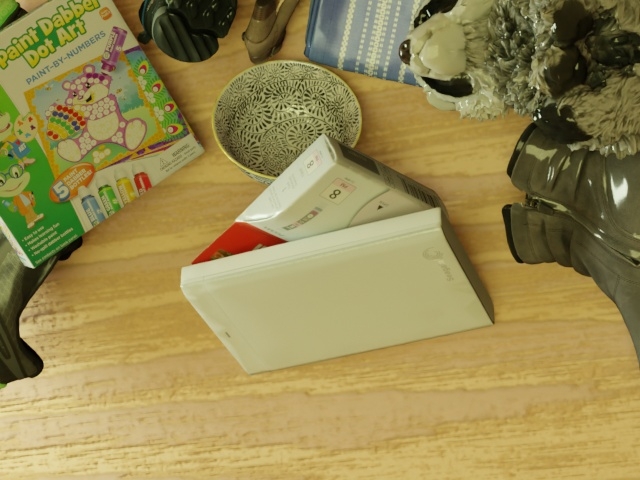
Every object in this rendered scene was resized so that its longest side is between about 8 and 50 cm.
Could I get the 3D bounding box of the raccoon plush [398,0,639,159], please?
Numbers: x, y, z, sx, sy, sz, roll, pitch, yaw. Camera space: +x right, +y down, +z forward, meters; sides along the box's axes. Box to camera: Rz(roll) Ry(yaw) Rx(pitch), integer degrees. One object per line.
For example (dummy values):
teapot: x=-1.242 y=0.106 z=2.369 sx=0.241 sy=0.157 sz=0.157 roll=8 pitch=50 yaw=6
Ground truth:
raccoon plush: x=0.304 y=-0.189 z=1.740 sx=0.446 sy=0.299 sz=0.216 roll=12 pitch=92 yaw=-23

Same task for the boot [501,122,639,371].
boot: x=0.320 y=0.033 z=1.807 sx=0.223 sy=0.118 sz=0.338 roll=10 pitch=115 yaw=30

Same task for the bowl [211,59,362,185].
bowl: x=-0.038 y=-0.118 z=1.867 sx=0.170 sy=0.080 sz=0.170 roll=1 pitch=58 yaw=-1

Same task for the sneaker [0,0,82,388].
sneaker: x=-0.387 y=-0.051 z=1.965 sx=0.202 sy=0.185 sz=0.482 roll=5 pitch=99 yaw=-17

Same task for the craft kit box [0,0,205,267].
craft kit box: x=-0.299 y=-0.138 z=1.868 sx=0.250 sy=0.061 sz=0.246 roll=-36 pitch=104 yaw=-16

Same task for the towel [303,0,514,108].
towel: x=0.156 y=-0.283 z=1.817 sx=0.336 sy=0.040 sz=0.243 roll=14 pitch=105 yaw=11

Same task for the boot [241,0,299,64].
boot: x=-0.048 y=-0.259 z=1.869 sx=0.042 sy=0.118 sz=0.087 roll=32 pitch=143 yaw=22

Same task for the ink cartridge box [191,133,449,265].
ink cartridge box: x=0.000 y=0.000 z=1.834 sx=0.232 sy=0.189 sz=0.066 roll=-46 pitch=44 yaw=22

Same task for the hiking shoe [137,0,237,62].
hiking shoe: x=-0.112 y=-0.349 z=1.840 sx=0.113 sy=0.132 sz=0.304 roll=37 pitch=88 yaw=-33

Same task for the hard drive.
hard drive: x=0.022 y=0.064 z=1.857 sx=0.308 sy=0.040 sz=0.203 roll=-13 pitch=141 yaw=17
